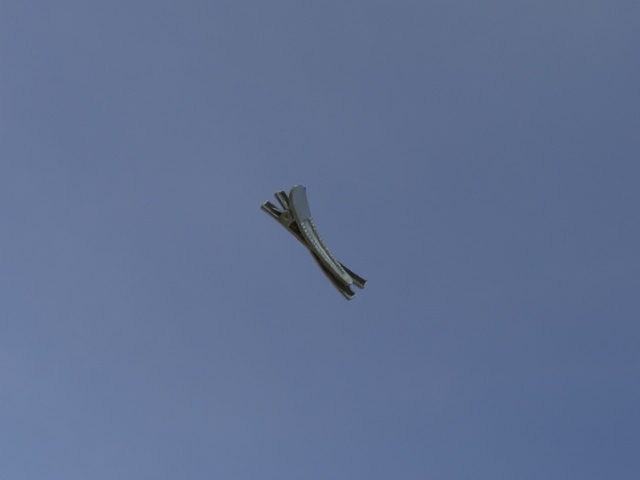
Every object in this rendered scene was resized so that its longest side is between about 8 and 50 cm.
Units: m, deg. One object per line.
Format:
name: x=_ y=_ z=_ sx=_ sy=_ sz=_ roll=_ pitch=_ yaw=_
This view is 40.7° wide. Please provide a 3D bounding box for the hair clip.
hair clip: x=-0.001 y=0.001 z=0.748 sx=0.115 sy=0.030 sz=0.039 roll=50 pitch=-32 yaw=-3
